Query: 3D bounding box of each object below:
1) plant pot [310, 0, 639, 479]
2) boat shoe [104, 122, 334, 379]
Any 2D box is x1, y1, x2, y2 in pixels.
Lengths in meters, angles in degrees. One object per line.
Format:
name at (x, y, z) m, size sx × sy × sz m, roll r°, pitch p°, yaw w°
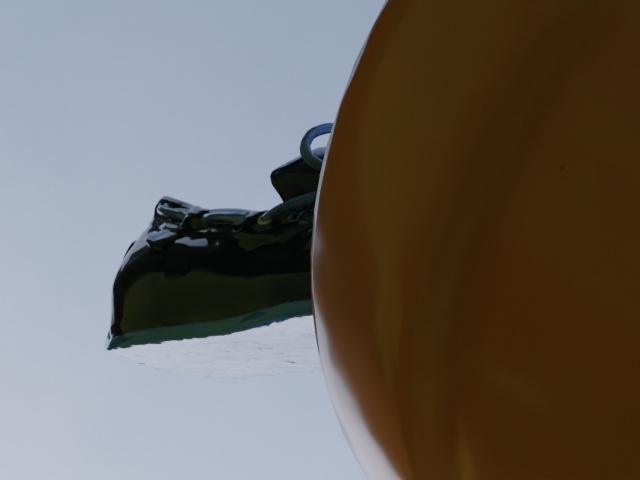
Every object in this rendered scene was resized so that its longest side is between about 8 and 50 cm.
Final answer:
plant pot at (0.164, 0.031, 0.372) m, size 0.203 × 0.291 × 0.291 m, roll -125°, pitch -132°, yaw -59°
boat shoe at (0.000, 0.000, 0.633) m, size 0.258 × 0.109 × 0.089 m, roll -5°, pitch -110°, yaw 40°
